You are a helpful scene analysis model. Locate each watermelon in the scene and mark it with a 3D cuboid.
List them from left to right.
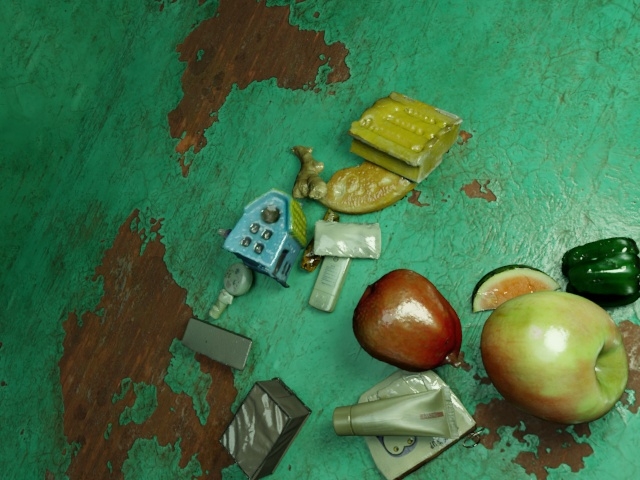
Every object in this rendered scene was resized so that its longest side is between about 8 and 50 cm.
[{"bbox_3d":[0.538,0.131,1.302,0.245,0.063,0.119,-20,87,16],"label":"watermelon"}]

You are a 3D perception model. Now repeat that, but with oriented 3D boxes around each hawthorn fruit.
[{"bbox_3d":[0.246,0.229,1.301,0.311,0.295,0.295,25,88,-4],"label":"hawthorn fruit"}]

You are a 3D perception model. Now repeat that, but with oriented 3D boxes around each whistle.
[{"bbox_3d":[-0.332,0.185,1.720,0.258,0.067,0.126,-55,50,9],"label":"whistle"}]

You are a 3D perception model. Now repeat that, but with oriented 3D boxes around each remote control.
[{"bbox_3d":[0.036,0.127,1.562,0.098,0.038,0.233,16,83,28],"label":"remote control"}]

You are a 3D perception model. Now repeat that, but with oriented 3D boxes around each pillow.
[{"bbox_3d":[0.089,-0.005,1.530,0.229,0.051,0.128,4,69,7],"label":"pillow"}]

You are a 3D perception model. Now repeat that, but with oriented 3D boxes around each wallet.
[{"bbox_3d":[0.262,0.521,1.326,0.335,0.068,0.275,-39,65,14],"label":"wallet"}]

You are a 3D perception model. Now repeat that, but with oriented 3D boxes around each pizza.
[{"bbox_3d":[0.149,-0.182,1.567,0.365,0.074,0.182,-13,73,26],"label":"pizza"}]

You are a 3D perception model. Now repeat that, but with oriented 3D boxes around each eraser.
[{"bbox_3d":[-0.385,0.375,1.689,0.352,0.077,0.111,13,80,29],"label":"eraser"}]

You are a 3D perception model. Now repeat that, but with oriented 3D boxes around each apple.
[{"bbox_3d":[0.553,0.277,1.117,0.277,0.319,0.319,-5,72,56],"label":"apple"}]

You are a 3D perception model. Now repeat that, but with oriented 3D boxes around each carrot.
[{"bbox_3d":[0.001,0.000,1.598,0.069,0.069,0.228,25,87,30],"label":"carrot"}]

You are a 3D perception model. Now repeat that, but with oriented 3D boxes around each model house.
[{"bbox_3d":[-0.161,-0.025,1.574,0.215,0.237,0.303,22,79,15],"label":"model house"}]

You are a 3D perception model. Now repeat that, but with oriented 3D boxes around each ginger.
[{"bbox_3d":[-0.047,-0.239,1.651,0.148,0.081,0.333,-43,38,32],"label":"ginger"}]

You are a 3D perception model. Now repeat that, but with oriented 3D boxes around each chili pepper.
[{"bbox_3d":[0.753,0.076,1.147,0.261,0.174,0.165,-10,47,25],"label":"chili pepper"}]

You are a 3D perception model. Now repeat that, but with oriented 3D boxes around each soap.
[{"bbox_3d":[0.271,-0.345,1.491,0.281,0.143,0.259,33,67,32],"label":"soap"}]

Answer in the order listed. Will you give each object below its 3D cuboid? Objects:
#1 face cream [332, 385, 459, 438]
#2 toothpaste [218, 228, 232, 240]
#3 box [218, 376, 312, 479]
[{"bbox_3d":[0.204,0.496,1.290,0.341,0.084,0.137,-13,77,21],"label":"face cream"},{"bbox_3d":[-0.262,0.008,1.741,0.301,0.048,0.075,18,58,23],"label":"toothpaste"},{"bbox_3d":[-0.181,0.604,1.481,0.188,0.153,0.252,36,93,29],"label":"box"}]
